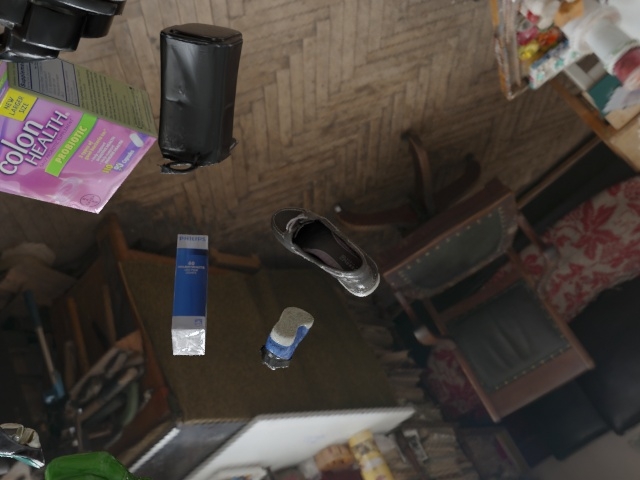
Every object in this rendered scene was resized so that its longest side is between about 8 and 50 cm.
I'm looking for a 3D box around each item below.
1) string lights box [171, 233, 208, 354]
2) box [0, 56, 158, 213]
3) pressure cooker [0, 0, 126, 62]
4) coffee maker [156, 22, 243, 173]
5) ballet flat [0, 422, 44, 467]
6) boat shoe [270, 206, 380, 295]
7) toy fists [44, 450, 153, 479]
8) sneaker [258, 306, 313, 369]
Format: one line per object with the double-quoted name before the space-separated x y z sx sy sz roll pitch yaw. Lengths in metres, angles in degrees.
"string lights box" -0.309 0.128 1.567 0.077 0.259 0.133 2 144 -10
"box" -0.433 -0.175 1.076 0.243 0.117 0.213 16 133 -43
"pressure cooker" -0.404 -0.450 0.833 0.376 0.369 0.420 19 111 -19
"coffee maker" -0.169 -0.205 0.928 0.120 0.171 0.178 2 120 -11
"ballet flat" -0.609 0.408 1.320 0.074 0.074 0.203 -27 149 -1
"boat shoe" 0.000 0.000 1.479 0.112 0.335 0.095 -46 146 -11
"toy fists" -0.169 0.311 0.548 0.096 0.279 0.142 -29 149 9
"sneaker" -0.062 0.176 1.162 0.084 0.058 0.152 -64 174 17
